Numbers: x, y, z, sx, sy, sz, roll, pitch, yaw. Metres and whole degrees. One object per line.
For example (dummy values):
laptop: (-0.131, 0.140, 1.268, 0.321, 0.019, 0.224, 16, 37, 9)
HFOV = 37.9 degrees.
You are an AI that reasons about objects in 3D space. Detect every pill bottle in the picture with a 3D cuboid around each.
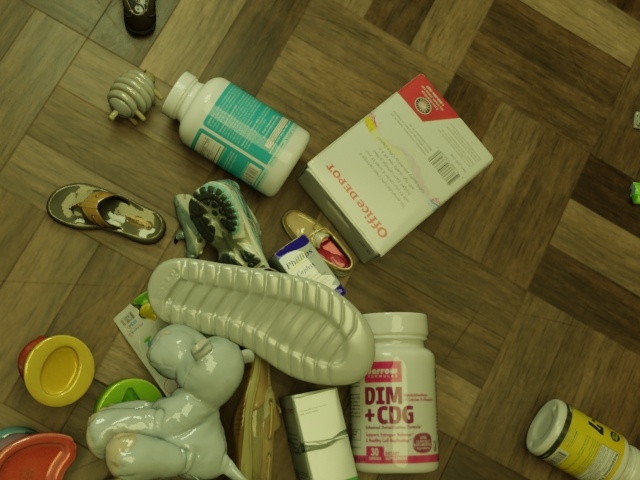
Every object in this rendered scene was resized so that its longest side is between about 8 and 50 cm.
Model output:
pill bottle: (0.512, 0.403, 1.788, 0.208, 0.119, 0.119, 30, 76, -5)
pill bottle: (-0.161, -0.207, 1.746, 0.264, 0.146, 0.146, 33, 75, -5)
pill bottle: (0.134, 0.279, 1.712, 0.160, 0.160, 0.283, 1, 79, -11)

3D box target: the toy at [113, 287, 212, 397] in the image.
toy: (-0.254, 0.192, 1.695, 0.137, 0.056, 0.237, -41, 80, 9)

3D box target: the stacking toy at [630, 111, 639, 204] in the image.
stacking toy: (0.746, -0.168, 1.973, 0.166, 0.052, 0.221, 9, 79, -10)

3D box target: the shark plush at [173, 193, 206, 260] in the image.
shark plush: (-0.244, -0.007, 1.757, 0.067, 0.073, 0.161, -1, 95, 13)

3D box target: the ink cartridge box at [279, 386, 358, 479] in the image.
ink cartridge box: (-0.002, 0.372, 1.672, 0.086, 0.153, 0.209, -12, 84, -14)

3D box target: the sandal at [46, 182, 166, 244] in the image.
sandal: (-0.391, -0.050, 1.715, 0.219, 0.060, 0.090, 20, 77, -7)

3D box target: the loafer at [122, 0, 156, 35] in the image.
loafer: (-0.349, -0.510, 1.797, 0.080, 0.078, 0.220, -8, 82, -13)

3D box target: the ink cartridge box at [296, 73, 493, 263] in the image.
ink cartridge box: (0.141, -0.137, 1.804, 0.306, 0.131, 0.226, -39, 90, -14)

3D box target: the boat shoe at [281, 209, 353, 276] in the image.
boat shoe: (0.000, 0.000, 1.787, 0.170, 0.059, 0.063, 40, 75, -2)

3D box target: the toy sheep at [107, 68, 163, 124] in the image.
toy sheep: (-0.354, -0.270, 1.751, 0.091, 0.091, 0.132, 33, 57, -4)

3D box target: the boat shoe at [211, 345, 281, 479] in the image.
boat shoe: (-0.134, 0.318, 1.686, 0.110, 0.121, 0.341, 24, 63, -42)

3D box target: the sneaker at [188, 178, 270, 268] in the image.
sneaker: (-0.138, 0.013, 1.732, 0.110, 0.122, 0.283, -13, 105, 22)

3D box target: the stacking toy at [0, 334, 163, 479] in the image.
stacking toy: (-0.443, 0.333, 1.640, 0.279, 0.130, 0.309, 27, 77, -33)

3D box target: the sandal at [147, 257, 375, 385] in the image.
sandal: (-0.096, 0.123, 1.646, 0.416, 0.102, 0.169, 22, 94, 2)

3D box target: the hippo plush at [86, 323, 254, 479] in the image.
hippo plush: (-0.231, 0.261, 1.517, 0.294, 0.234, 0.237, 22, 96, 35)

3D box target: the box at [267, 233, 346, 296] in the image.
box: (-0.028, 0.069, 1.734, 0.072, 0.126, 0.137, -36, 89, -14)
